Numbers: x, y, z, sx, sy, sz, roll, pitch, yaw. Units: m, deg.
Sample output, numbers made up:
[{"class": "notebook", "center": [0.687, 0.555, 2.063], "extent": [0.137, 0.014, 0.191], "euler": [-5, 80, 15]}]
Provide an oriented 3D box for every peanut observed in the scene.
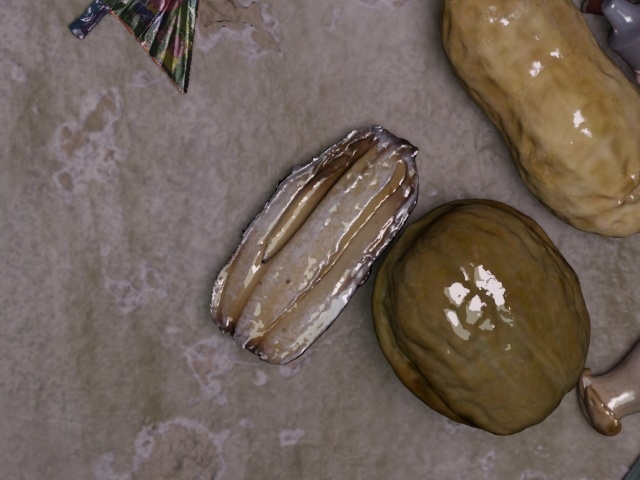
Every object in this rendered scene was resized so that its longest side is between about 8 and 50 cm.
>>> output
[{"class": "peanut", "center": [0.271, -0.164, 1.266], "extent": [0.169, 0.192, 0.387], "euler": [-36, 98, 22]}]

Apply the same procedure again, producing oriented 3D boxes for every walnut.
[{"class": "walnut", "center": [0.195, 0.085, 1.290], "extent": [0.283, 0.227, 0.283], "euler": [1, 87, -14]}]

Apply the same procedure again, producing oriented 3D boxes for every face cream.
[{"class": "face cream", "center": [0.437, -0.186, 1.263], "extent": [0.311, 0.092, 0.092], "euler": [34, 99, -24]}]

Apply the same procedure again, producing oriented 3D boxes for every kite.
[{"class": "kite", "center": [-0.229, -0.341, 1.335], "extent": [0.234, 0.016, 0.321], "euler": [-41, 96, 7]}]

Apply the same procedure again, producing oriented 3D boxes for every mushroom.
[{"class": "mushroom", "center": [0.422, 0.164, 1.370], "extent": [0.212, 0.088, 0.097], "euler": [-31, 88, 12]}]

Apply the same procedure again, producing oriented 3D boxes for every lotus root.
[{"class": "lotus root", "center": [0.001, -0.001, 1.357], "extent": [0.167, 0.078, 0.329], "euler": [42, 94, 9]}]

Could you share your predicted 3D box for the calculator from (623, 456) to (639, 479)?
[{"class": "calculator", "center": [0.502, 0.279, 1.408], "extent": [0.141, 0.045, 0.246], "euler": [31, 99, -4]}]

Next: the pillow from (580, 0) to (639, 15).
[{"class": "pillow", "center": [0.400, -0.308, 1.252], "extent": [0.179, 0.171, 0.075], "euler": [-7, 75, 5]}]
